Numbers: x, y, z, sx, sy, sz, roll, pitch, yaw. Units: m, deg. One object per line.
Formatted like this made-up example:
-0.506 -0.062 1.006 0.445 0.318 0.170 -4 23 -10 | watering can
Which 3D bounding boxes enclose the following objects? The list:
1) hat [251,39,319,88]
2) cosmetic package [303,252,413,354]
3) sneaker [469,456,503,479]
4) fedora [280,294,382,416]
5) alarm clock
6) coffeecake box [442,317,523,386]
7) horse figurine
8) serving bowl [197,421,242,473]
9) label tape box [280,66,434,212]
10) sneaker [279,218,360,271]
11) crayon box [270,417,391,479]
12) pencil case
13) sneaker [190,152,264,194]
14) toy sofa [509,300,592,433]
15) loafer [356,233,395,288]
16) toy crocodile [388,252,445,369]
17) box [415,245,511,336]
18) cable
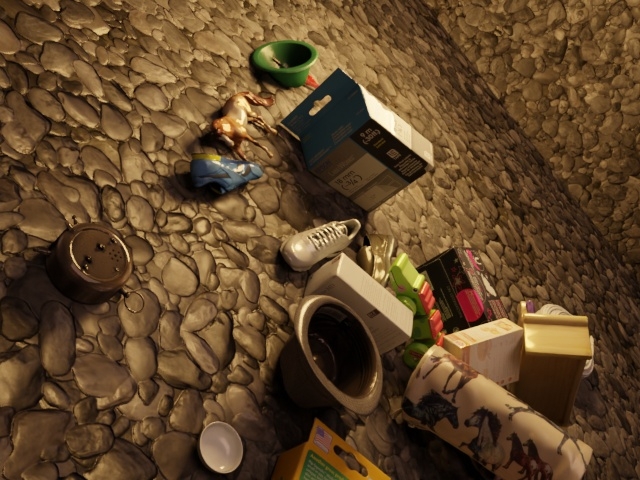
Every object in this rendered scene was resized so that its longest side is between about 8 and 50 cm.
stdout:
-0.082 -0.442 1.827 0.209 0.183 0.173 -5 46 -3 | hat
0.086 0.146 1.439 0.231 0.117 0.085 38 37 -19 | cosmetic package
0.433 0.517 1.541 0.330 0.122 0.146 38 56 -22 | sneaker
0.005 0.236 1.260 0.244 0.124 0.275 45 27 -15 | fedora
-0.359 0.048 1.065 0.192 0.064 0.129 47 35 -14 | alarm clock
0.378 0.278 1.525 0.185 0.142 0.068 -11 22 -25 | coffeecake box
-0.180 -0.274 1.537 0.174 0.066 0.263 38 39 -30 | horse figurine
-0.168 0.340 1.059 0.083 0.027 0.083 30 41 -30 | serving bowl
0.089 -0.243 1.667 0.334 0.241 0.106 33 42 -25 | label tape box
0.000 0.000 1.485 0.235 0.095 0.090 -26 83 -53 | sneaker
-0.004 0.488 1.074 0.203 0.083 0.323 43 37 -15 | crayon box
0.360 0.403 1.358 0.410 0.183 0.160 32 5 20 | pencil case
-0.201 -0.137 1.408 0.209 0.069 0.082 1 88 -56 | sneaker
0.567 0.323 1.635 0.177 0.150 0.362 -74 163 -47 | toy sofa
0.123 0.069 1.588 0.087 0.094 0.251 18 35 0 | loafer
0.241 0.190 1.543 0.115 0.105 0.340 -44 119 -55 | toy crocodile
0.368 0.161 1.707 0.142 0.163 0.247 5 57 -51 | box
0.779 0.328 2.102 0.257 0.089 0.257 42 37 -14 | cable
